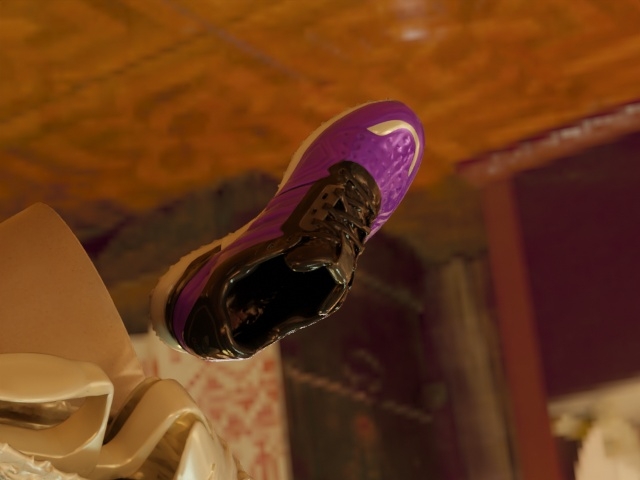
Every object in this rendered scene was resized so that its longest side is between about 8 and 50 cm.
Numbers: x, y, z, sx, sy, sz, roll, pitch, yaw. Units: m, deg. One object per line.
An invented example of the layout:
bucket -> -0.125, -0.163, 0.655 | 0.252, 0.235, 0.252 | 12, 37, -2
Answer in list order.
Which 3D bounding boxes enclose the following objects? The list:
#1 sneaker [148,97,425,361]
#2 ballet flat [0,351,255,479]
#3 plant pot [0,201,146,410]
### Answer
sneaker -> 0.000, 0.001, 1.642 | 0.102, 0.293, 0.146 | 51, 165, -23
ballet flat -> -0.157, 0.152, 1.371 | 0.147, 0.147, 0.409 | -24, 154, 36
plant pot -> -0.302, 0.140, 1.587 | 0.274, 0.256, 0.256 | -24, 163, -18
